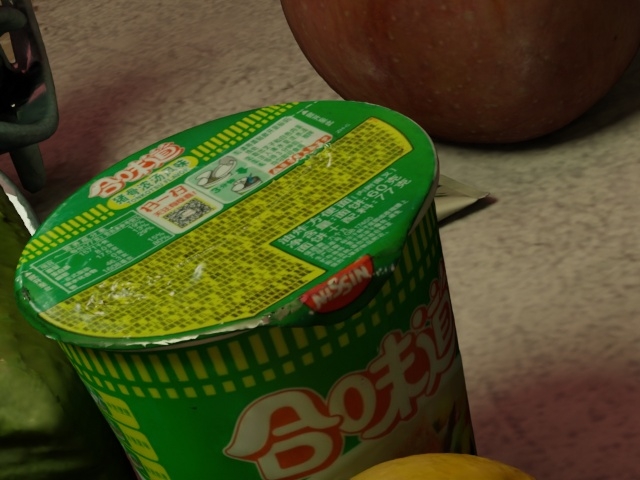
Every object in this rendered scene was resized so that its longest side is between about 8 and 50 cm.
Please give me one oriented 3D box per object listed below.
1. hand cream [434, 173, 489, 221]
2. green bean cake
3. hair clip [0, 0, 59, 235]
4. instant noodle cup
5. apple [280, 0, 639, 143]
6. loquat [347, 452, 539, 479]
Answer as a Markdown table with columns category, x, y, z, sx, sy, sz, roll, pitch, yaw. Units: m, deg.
| category | x | y | z | sx | sy | sz | roll | pitch | yaw |
| --- | --- | --- | --- | --- | --- | --- | --- | --- | --- |
| hand cream | 0.000 | 0.000 | 1.216 | 0.234 | 0.050 | 0.080 | -22 | 23 | -20 |
| green bean cake | -0.181 | 0.095 | 0.956 | 0.125 | 0.222 | 0.248 | -23 | 31 | -12 |
| hair clip | -0.364 | -0.087 | 1.361 | 0.318 | 0.392 | 0.238 | -18 | 2 | 6 |
| instant noodle cup | -0.012 | 0.083 | 0.859 | 0.207 | 0.233 | 0.207 | -14 | 28 | 8 |
| apple | 0.112 | -0.199 | 1.300 | 0.305 | 0.235 | 0.306 | -17 | 29 | 10 |
| loquat | 0.053 | 0.175 | 0.738 | 0.149 | 0.172 | 0.204 | -4 | -10 | -1 |
